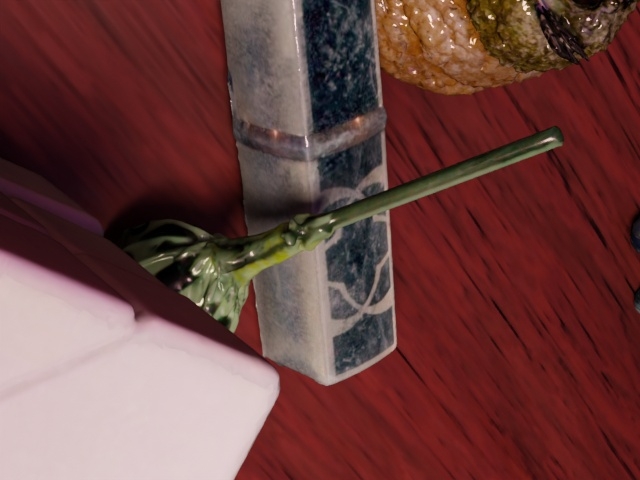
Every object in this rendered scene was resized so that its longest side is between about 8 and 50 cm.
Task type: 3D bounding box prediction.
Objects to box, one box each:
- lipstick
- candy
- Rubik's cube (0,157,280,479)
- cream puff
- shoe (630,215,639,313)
[{"bbox_3d":[-0.005,-0.051,0.912,0.077,0.076,0.289,-27,123,-38],"label":"lipstick"},{"bbox_3d":[0.000,0.000,0.843,0.083,0.306,0.091,10,63,-62],"label":"candy"},{"bbox_3d":[-0.269,0.093,0.665,0.319,0.316,0.321,26,95,-36],"label":"Rubik's cube"},{"bbox_3d":[0.124,-0.163,0.895,0.183,0.169,0.183,-12,114,-29],"label":"cream puff"},{"bbox_3d":[0.275,0.037,1.133,0.071,0.064,0.143,-37,119,7],"label":"shoe"}]
